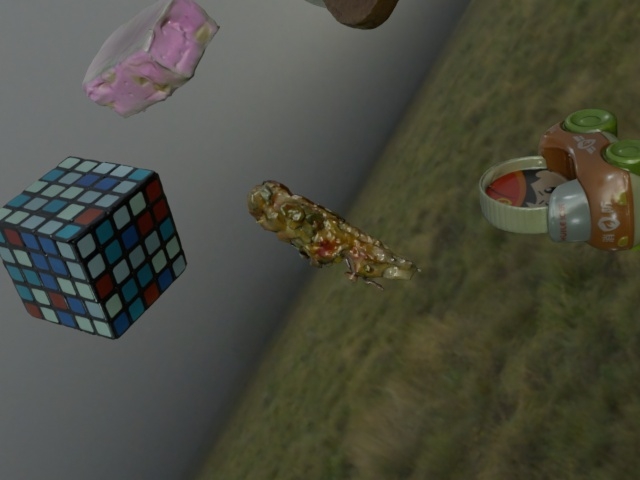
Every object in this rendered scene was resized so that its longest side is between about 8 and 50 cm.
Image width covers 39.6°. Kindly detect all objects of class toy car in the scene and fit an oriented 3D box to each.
[{"bbox_3d":[0.332,-0.066,1.228,0.235,0.235,0.145,-59,-37,-51],"label":"toy car"}]

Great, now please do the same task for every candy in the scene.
[{"bbox_3d":[-0.309,-0.330,1.609,0.265,0.116,0.155,-12,47,50],"label":"candy"}]

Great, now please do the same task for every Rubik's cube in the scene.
[{"bbox_3d":[-0.329,0.006,1.283,0.187,0.184,0.182,-48,-42,-39],"label":"Rubik's cube"}]

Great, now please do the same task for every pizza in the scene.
[{"bbox_3d":[0.000,0.000,1.100,0.069,0.226,0.147,-62,17,-9],"label":"pizza"}]

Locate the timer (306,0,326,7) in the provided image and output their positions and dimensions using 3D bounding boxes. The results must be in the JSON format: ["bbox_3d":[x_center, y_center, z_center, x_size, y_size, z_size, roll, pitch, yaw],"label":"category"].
[{"bbox_3d":[0.045,-0.661,1.888,0.285,0.285,0.285,-60,-1,-1],"label":"timer"}]

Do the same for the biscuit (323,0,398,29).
[{"bbox_3d":[0.073,-0.321,0.779,0.290,0.041,0.208,-58,46,41],"label":"biscuit"}]
